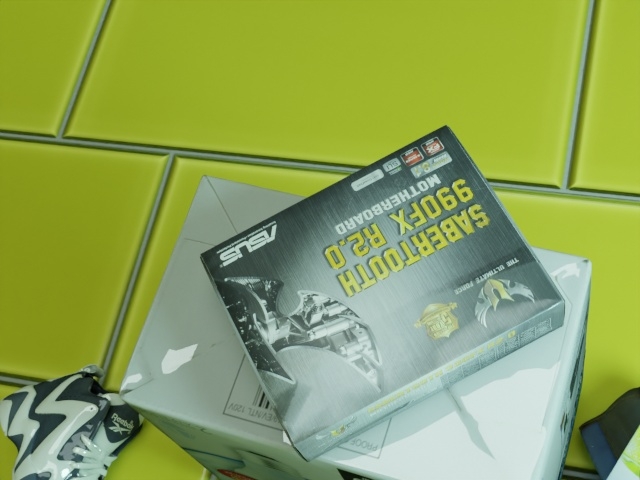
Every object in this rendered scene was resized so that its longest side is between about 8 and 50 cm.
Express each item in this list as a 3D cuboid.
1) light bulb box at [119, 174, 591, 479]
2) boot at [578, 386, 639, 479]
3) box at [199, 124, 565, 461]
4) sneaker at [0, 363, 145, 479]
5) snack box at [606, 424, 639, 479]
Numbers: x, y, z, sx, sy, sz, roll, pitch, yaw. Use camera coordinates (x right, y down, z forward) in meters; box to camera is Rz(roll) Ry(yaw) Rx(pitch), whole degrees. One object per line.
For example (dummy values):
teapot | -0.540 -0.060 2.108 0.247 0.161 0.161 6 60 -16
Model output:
light bulb box | 0.057 0.143 1.057 0.358 0.361 0.225 13 69 18
boot | 0.349 0.255 1.118 0.106 0.082 0.219 -30 68 25
box | 0.046 0.038 0.874 0.231 0.056 0.183 -27 62 -2
sneaker | -0.253 0.239 1.224 0.153 0.094 0.235 -30 51 6
snack box | 0.337 0.287 1.036 0.174 0.070 0.207 33 109 25
